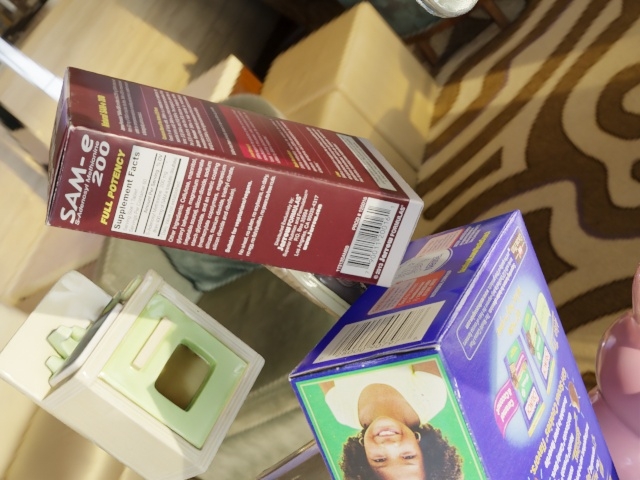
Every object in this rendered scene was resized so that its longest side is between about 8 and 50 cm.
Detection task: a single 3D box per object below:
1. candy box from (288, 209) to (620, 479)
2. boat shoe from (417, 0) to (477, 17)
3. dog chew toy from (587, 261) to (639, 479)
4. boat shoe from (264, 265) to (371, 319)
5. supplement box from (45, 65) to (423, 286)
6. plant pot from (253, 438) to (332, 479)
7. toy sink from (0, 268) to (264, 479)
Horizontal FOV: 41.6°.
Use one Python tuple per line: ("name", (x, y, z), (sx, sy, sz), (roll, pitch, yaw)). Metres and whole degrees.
("candy box", (0.132, 0.173, 0.660), (0.122, 0.317, 0.268), (-18, 11, 29))
("boat shoe", (0.082, -0.330, 0.898), (0.079, 0.227, 0.081), (-38, 6, -4))
("dog chew toy", (0.392, 0.132, 0.895), (0.207, 0.206, 0.332), (-102, 34, -58))
("boat shoe", (0.000, 0.000, 0.790), (0.092, 0.285, 0.103), (-52, 16, 7))
("supplement box", (-0.064, -0.044, 0.590), (0.130, 0.239, 0.073), (-120, 46, -59))
("plant pot", (0.082, 0.344, 1.062), (0.305, 0.334, 0.334), (-30, 32, 19))
("toy sink", (-0.204, 0.134, 0.920), (0.131, 0.234, 0.153), (-34, 21, 49))
